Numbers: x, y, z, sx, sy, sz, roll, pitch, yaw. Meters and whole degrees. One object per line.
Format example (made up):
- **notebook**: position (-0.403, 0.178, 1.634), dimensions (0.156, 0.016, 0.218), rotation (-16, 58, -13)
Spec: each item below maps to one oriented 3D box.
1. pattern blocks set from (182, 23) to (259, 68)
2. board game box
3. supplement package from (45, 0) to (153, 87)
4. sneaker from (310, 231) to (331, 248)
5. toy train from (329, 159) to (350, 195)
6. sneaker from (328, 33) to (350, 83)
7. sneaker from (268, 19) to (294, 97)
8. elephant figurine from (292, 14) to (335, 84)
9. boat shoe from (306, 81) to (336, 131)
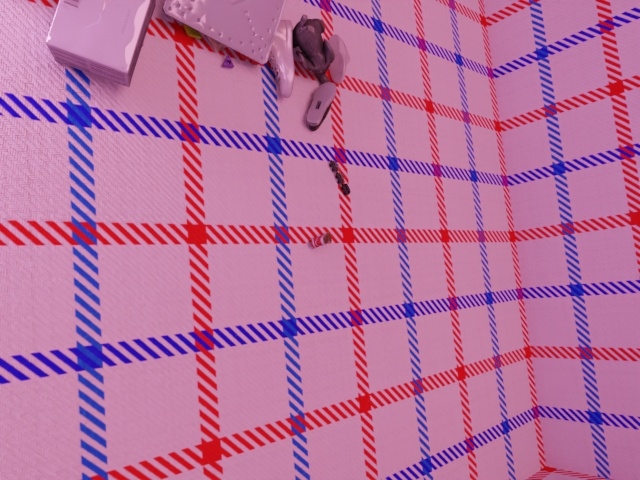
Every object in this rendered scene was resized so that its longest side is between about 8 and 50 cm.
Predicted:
- **pattern blocks set**: position (-0.354, -0.757, 1.713), dimensions (0.286, 0.026, 0.324), rotation (-25, 99, -41)
- **board game box**: position (-0.290, -0.849, 1.635), dimensions (0.390, 0.050, 0.389), rotation (15, 96, -40)
- **supplement package**: position (-0.583, -0.588, 1.332), dimensions (0.204, 0.145, 0.261), rotation (17, 85, -18)
- **sneaker**: position (0.000, 0.000, 1.879), dimensions (0.118, 0.067, 0.042), rotation (-26, 98, -71)
- **toy train**: position (0.080, -0.257, 1.999), dimensions (0.036, 0.027, 0.158), rotation (-41, 109, -42)
- **sneaker**: position (0.091, -0.753, 2.074), dimensions (0.094, 0.080, 0.212), rotation (11, 73, -52)
- **sneaker**: position (-0.165, -0.671, 1.834), dimensions (0.123, 0.106, 0.289), rotation (-3, 86, -16)
- **elephant figurine**: position (-0.015, -0.719, 1.906), dimensions (0.186, 0.170, 0.239), rotation (-31, 99, -46)
- **boat shoe**: position (0.001, -0.531, 1.956), dimensions (0.078, 0.070, 0.219), rotation (21, 68, 11)
